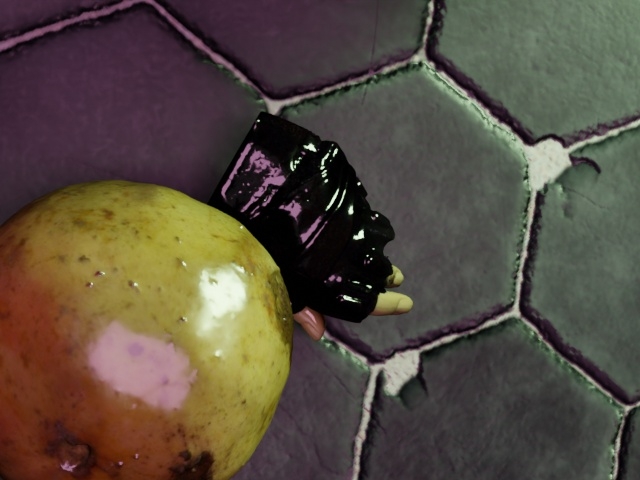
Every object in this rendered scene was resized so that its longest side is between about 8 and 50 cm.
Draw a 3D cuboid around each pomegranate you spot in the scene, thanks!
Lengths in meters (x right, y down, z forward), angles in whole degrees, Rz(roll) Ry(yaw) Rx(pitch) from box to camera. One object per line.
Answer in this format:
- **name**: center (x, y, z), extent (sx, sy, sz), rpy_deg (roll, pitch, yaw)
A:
- **pomegranate**: center (-0.158, 0.085, 1.122), extent (0.281, 0.281, 0.281), rpy_deg (-1, 95, -13)

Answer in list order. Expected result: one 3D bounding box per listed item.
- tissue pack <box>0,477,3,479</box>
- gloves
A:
- **tissue pack**: center (-0.335, 0.209, 1.143), extent (0.234, 0.159, 0.125), rpy_deg (33, 88, -13)
- **gloves**: center (0.000, 0.000, 1.232), extent (0.203, 0.124, 0.164), rpy_deg (31, 106, -5)
